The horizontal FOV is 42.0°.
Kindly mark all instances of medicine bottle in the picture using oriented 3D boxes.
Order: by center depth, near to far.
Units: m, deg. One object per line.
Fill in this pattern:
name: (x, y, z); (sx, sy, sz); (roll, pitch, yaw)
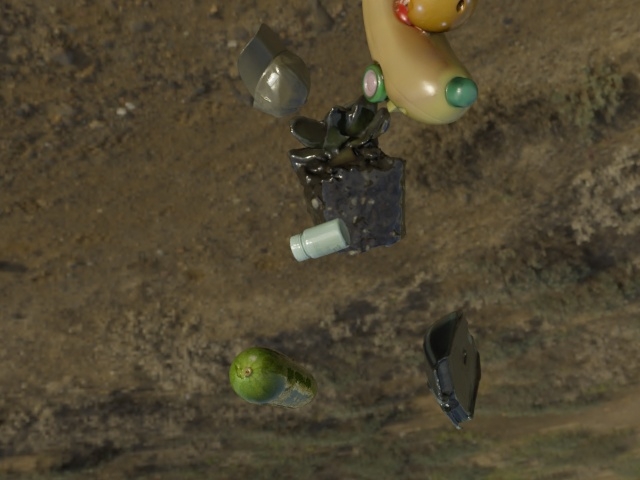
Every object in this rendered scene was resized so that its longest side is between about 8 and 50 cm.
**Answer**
medicine bottle: (0.000, 0.000, 1.249); (0.083, 0.047, 0.047); (-19, 152, 17)

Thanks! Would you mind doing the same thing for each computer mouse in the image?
computer mouse: (0.194, 0.193, 1.287); (0.071, 0.231, 0.126); (-14, 113, 22)

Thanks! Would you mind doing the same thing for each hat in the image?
hat: (-0.094, -0.385, 1.881); (0.144, 0.166, 0.173); (29, 167, 14)

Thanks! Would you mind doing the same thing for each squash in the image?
squash: (-0.049, 0.166, 0.990); (0.066, 0.066, 0.201); (-16, 161, 17)

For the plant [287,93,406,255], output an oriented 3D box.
plant: (0.058, -0.122, 1.525); (0.198, 0.276, 0.188); (-14, -170, -16)

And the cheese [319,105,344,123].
cheese: (0.043, -0.249, 1.775); (0.162, 0.086, 0.036); (-5, 145, 3)

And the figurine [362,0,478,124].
figurine: (0.148, -0.324, 1.222); (0.124, 0.325, 0.222); (-5, 168, -25)
